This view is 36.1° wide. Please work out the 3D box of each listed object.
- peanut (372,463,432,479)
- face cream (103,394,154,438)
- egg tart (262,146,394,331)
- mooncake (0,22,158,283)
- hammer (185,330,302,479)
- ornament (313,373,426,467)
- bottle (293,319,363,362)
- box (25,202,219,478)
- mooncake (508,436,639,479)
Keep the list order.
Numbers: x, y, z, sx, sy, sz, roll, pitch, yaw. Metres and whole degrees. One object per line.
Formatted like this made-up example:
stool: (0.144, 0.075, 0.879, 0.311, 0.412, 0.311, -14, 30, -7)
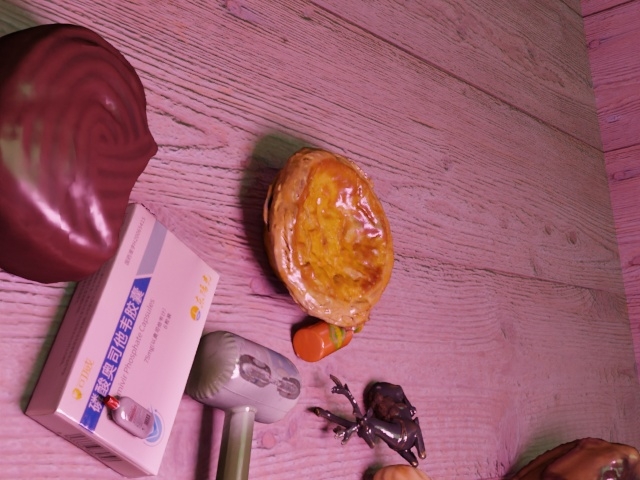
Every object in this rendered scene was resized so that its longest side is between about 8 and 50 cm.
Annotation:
peanut: (0.195, 0.549, 1.868, 0.319, 0.147, 0.147, 63, 36, -22)
face cream: (-0.257, 0.231, 1.312, 0.083, 0.021, 0.040, 47, 45, -37)
egg tart: (-0.002, -0.003, 1.777, 0.341, 0.129, 0.341, 21, 63, -49)
mooncake: (-0.349, -0.111, 1.284, 0.326, 0.174, 0.334, -32, 105, -57)
hammer: (-0.133, 0.316, 1.501, 0.206, 0.119, 0.336, 31, 58, -46)
ornament: (0.079, 0.308, 1.818, 0.236, 0.080, 0.202, 24, 26, -32)
bottle: (0.025, 0.168, 1.813, 0.187, 0.069, 0.069, -22, 97, -57)
box: (-0.269, 0.138, 1.403, 0.200, 0.065, 0.343, 45, 45, -37)
mooncake: (0.568, 0.627, 2.146, 0.394, 0.393, 0.246, -107, 172, -74)
